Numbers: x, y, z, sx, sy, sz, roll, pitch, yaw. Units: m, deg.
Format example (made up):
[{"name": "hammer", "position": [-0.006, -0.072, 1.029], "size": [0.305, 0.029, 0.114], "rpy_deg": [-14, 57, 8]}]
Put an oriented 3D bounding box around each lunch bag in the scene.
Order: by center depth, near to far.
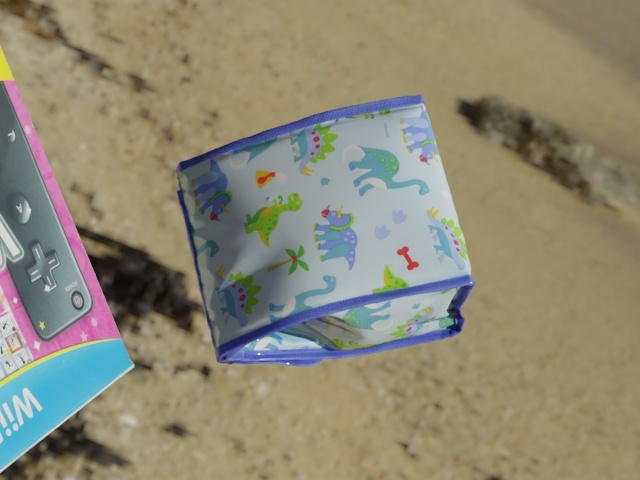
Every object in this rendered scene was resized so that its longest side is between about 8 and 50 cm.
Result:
[{"name": "lunch bag", "position": [0.000, 0.000, 1.035], "size": [0.151, 0.096, 0.128], "rpy_deg": [-11, 64, -9]}]

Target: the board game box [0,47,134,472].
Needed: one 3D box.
[{"name": "board game box", "position": [-0.233, -0.024, 0.858], "size": [0.098, 0.303, 0.224], "rpy_deg": [-13, 14, 30]}]
